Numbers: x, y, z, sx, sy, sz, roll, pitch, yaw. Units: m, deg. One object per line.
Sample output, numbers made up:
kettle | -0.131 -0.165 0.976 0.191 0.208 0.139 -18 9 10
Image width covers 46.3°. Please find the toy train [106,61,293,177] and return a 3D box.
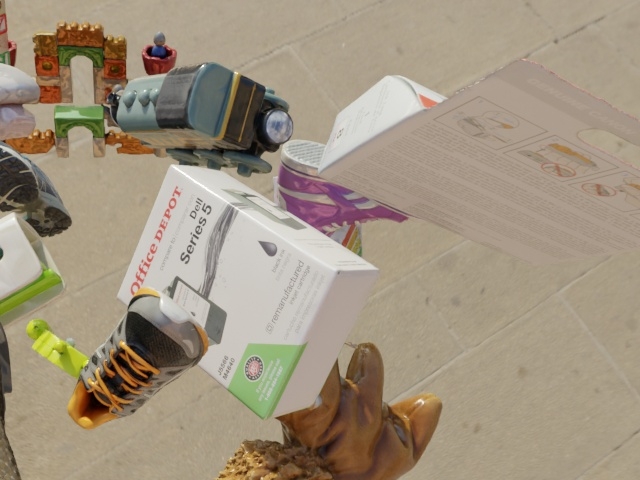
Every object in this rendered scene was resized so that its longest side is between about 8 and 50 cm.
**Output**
toy train | -0.190 -0.189 1.143 0.190 0.334 0.142 21 83 -41

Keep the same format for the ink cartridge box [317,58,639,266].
ink cartridge box | 0.126 -0.047 0.436 0.189 0.232 0.066 22 72 -17

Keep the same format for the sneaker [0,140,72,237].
sneaker | -0.590 -0.114 1.446 0.110 0.283 0.122 -26 61 -6

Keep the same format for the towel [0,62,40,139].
towel | -0.415 -0.136 0.494 0.332 0.053 0.317 26 22 22

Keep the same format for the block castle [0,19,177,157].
block castle | -0.551 -0.354 1.724 0.453 0.212 0.303 -1 40 -15

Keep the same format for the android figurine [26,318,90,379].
android figurine | -0.461 0.238 1.447 0.248 0.273 0.056 34 72 1

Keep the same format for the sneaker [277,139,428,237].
sneaker | 0.061 -0.056 1.253 0.282 0.161 0.102 20 36 13

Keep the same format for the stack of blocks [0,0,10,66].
stack of blocks | -0.762 -0.468 1.494 0.297 0.171 0.087 32 47 15

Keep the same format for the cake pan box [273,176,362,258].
cake pan box | 0.000 0.000 1.508 0.070 0.246 0.266 0 92 34

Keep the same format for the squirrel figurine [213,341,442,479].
squirrel figurine | -0.016 0.342 1.304 0.281 0.370 0.397 14 66 32

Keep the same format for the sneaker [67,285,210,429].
sneaker | -0.171 0.116 0.687 0.084 0.215 0.083 41 48 -1

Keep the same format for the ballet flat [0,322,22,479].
ballet flat | -0.162 0.127 0.338 0.084 0.058 0.249 -34 60 11

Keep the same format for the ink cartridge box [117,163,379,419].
ink cartridge box | -0.096 0.055 0.919 0.273 0.115 0.198 32 105 27

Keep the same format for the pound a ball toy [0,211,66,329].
pound a ball toy | -0.541 0.097 1.087 0.319 0.208 0.135 -30 77 -9
